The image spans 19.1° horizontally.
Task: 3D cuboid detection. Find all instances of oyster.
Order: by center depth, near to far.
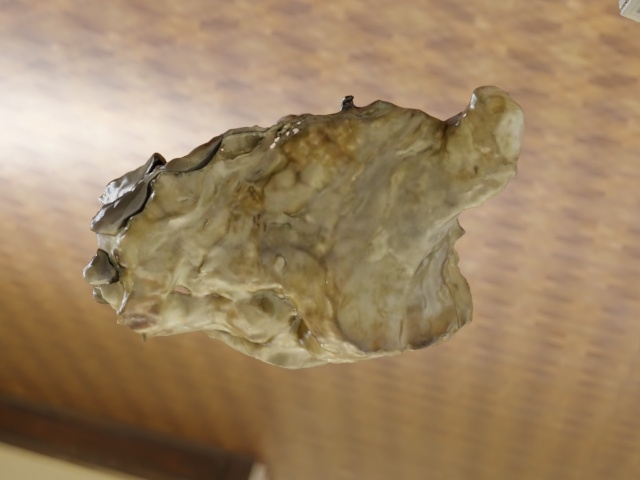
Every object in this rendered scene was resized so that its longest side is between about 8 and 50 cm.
[{"bbox_3d":[0.000,0.000,0.756,0.163,0.081,0.191,20,127,-36],"label":"oyster"}]

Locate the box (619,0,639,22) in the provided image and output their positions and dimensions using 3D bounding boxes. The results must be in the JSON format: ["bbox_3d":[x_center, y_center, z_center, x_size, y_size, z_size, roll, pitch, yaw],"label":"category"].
[{"bbox_3d":[0.272,-0.125,1.098,0.207,0.050,0.041,18,143,-11],"label":"box"}]
